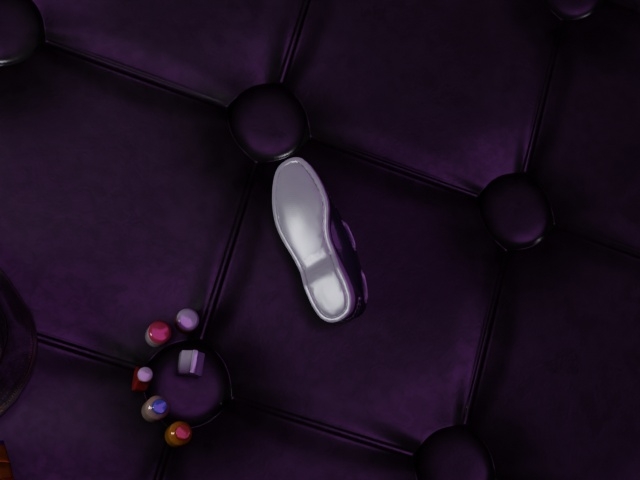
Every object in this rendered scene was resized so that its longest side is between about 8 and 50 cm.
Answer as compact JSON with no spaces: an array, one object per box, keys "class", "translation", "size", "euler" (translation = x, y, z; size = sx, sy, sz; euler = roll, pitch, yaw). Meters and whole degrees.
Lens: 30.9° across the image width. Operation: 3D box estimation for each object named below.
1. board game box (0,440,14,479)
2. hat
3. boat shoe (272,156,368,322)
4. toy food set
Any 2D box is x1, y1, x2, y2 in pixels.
[{"class":"board game box","translation":[-0.620,0.473,1.578],"size":[0.356,0.356,0.356],"euler":[5,90,-18]},{"class":"hat","translation":[-0.593,0.149,1.801],"size":[0.331,0.134,0.331],"euler":[3,82,-24]},{"class":"boat shoe","translation":[0.000,0.000,2.042],"size":[0.114,0.091,0.302],"euler":[-18,81,27]},{"class":"toy food set","translation":[-0.249,0.219,1.914],"size":[0.111,0.104,0.232],"euler":[11,75,-12]}]
